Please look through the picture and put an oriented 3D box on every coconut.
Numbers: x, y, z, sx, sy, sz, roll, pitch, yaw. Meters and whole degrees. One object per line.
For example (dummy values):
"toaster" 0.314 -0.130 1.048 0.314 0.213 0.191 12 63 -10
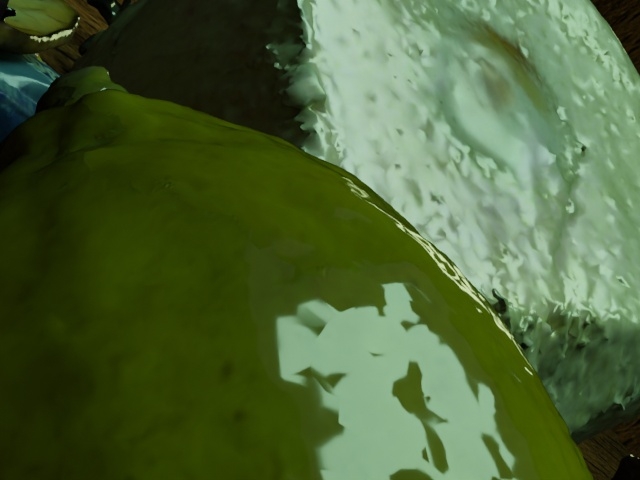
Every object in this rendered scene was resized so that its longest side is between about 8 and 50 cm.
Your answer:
"coconut" 0.000 0.000 1.082 0.404 0.404 0.404 49 11 -12

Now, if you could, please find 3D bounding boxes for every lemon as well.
"lemon" -0.035 0.114 0.573 0.285 0.285 0.316 -98 167 -70

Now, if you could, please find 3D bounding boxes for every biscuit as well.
"biscuit" -0.274 -0.183 1.175 0.260 0.041 0.203 14 21 -44

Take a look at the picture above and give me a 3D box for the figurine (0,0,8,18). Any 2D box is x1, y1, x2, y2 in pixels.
"figurine" -0.207 -0.172 0.840 0.206 0.365 0.218 23 62 -38

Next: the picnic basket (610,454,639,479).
"picnic basket" 0.237 0.317 1.347 0.222 0.129 0.297 57 -16 27

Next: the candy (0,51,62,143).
"candy" -0.197 -0.077 1.237 0.331 0.077 0.187 41 7 -43

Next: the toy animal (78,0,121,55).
"toy animal" -0.141 -0.127 1.569 0.168 0.106 0.343 52 14 -40

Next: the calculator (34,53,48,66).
"calculator" -0.288 -0.193 1.352 0.235 0.032 0.146 51 10 -8
